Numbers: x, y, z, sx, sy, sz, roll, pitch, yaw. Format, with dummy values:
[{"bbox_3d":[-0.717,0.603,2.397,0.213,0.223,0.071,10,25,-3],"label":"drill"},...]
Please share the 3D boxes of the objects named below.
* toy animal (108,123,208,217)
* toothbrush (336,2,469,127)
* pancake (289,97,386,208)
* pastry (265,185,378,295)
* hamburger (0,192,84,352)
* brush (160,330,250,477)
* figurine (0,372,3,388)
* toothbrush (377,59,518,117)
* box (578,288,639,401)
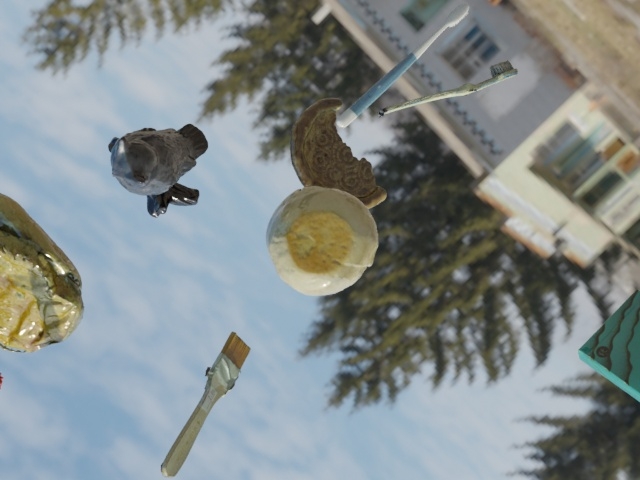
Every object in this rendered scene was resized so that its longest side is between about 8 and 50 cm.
[{"bbox_3d":[-0.186,-0.092,1.357,0.210,0.117,0.121,-159,44,-84],"label":"toy animal"},{"bbox_3d":[0.126,-0.265,1.725,0.019,0.276,0.025,45,173,11],"label":"toothbrush"},{"bbox_3d":[0.035,-0.133,1.833,0.190,0.184,0.020,33,151,-15],"label":"pancake"},{"bbox_3d":[0.000,0.000,1.561,0.156,0.156,0.092,47,178,7],"label":"pastry"},{"bbox_3d":[-0.521,0.049,1.863,0.285,0.266,0.134,53,-150,-30],"label":"hamburger"},{"bbox_3d":[-0.235,0.339,2.324,0.020,0.336,0.085,3,142,38],"label":"brush"},{"bbox_3d":[-0.629,0.234,1.826,0.138,0.110,0.245,29,-169,13],"label":"figurine"},{"bbox_3d":[0.190,-0.217,1.657,0.294,0.026,0.028,-25,-92,-37],"label":"toothbrush"},{"bbox_3d":[0.572,0.200,1.908,0.226,0.161,0.042,37,162,35],"label":"box"}]
